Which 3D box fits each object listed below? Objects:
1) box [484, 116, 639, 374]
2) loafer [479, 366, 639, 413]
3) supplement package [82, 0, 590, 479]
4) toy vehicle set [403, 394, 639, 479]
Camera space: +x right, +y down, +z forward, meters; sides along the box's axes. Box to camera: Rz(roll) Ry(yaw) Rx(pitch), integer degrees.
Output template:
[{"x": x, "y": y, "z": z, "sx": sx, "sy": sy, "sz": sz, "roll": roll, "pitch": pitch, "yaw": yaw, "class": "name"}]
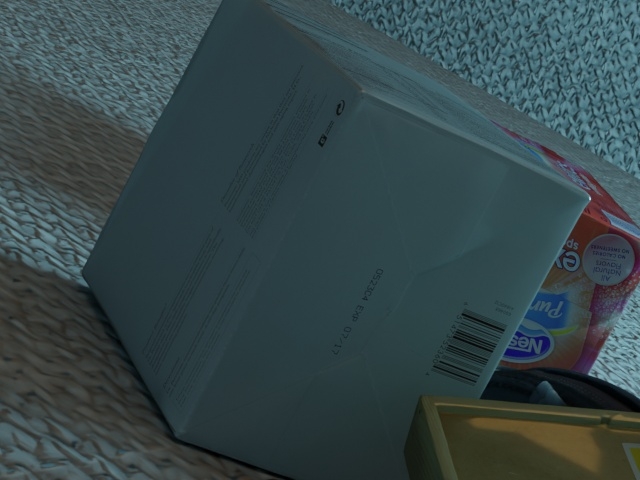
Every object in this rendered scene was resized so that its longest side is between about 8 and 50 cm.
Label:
[{"x": 0.128, "y": 0.000, "z": 1.512, "sx": 0.154, "sy": 0.142, "sz": 0.300, "roll": 26, "pitch": 11, "yaw": -9, "class": "box"}, {"x": 0.134, "y": 0.143, "z": 0.975, "sx": 0.095, "sy": 0.109, "sz": 0.302, "roll": 16, "pitch": 18, "yaw": -32, "class": "loafer"}, {"x": 0.000, "y": 0.000, "z": 1.057, "sx": 0.149, "sy": 0.194, "sz": 0.203, "roll": 23, "pitch": 12, "yaw": -27, "class": "supplement package"}, {"x": 0.180, "y": 0.141, "z": 0.882, "sx": 0.267, "sy": 0.035, "sz": 0.166, "roll": 6, "pitch": 31, "yaw": -11, "class": "toy vehicle set"}]
